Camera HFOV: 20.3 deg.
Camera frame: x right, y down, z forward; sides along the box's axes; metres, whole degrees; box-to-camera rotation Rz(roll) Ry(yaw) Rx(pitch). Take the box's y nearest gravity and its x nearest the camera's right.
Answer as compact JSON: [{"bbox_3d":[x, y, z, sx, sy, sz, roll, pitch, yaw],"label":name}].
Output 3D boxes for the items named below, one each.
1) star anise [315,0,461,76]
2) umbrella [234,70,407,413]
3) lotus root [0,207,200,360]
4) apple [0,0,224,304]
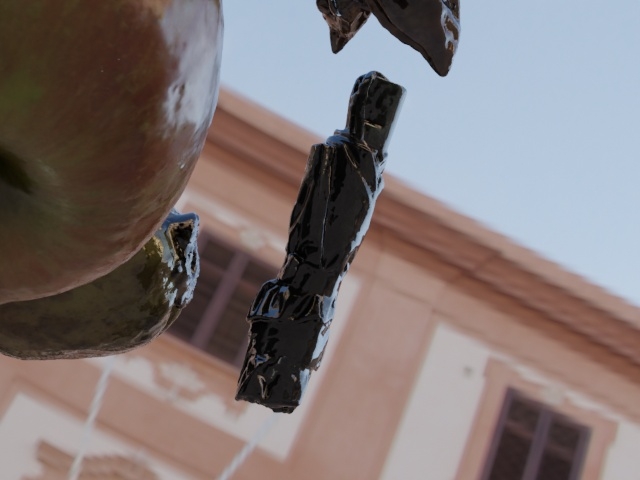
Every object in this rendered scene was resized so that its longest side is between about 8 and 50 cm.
[{"bbox_3d":[0.007,-0.212,1.083,0.262,0.081,0.230,49,-17,-22],"label":"star anise"},{"bbox_3d":[0.000,0.000,1.179,0.059,0.236,0.066,20,-5,-8],"label":"umbrella"},{"bbox_3d":[-0.184,0.026,1.241,0.214,0.138,0.138,-15,-53,-7],"label":"lotus root"},{"bbox_3d":[-0.190,-0.121,0.995,0.277,0.250,0.309,26,-49,-32],"label":"apple"}]
